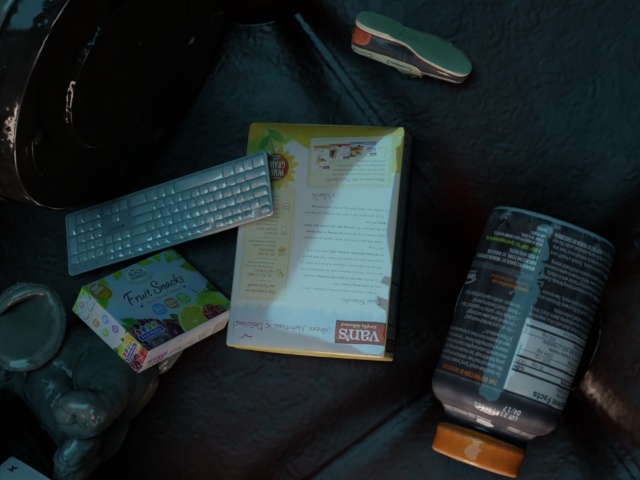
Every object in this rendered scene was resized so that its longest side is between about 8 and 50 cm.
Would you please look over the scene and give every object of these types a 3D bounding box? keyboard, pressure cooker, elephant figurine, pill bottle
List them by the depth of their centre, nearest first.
[{"bbox_3d":[0.186,0.100,1.451,0.130,0.130,0.245,19,86,17],"label":"pill bottle"},{"bbox_3d":[-0.352,-0.267,1.540,0.420,0.375,0.370,33,73,18],"label":"pressure cooker"},{"bbox_3d":[-0.303,0.126,1.558,0.239,0.186,0.169,35,118,12],"label":"elephant figurine"},{"bbox_3d":[-0.164,-0.027,1.600,0.256,0.014,0.072,-16,74,23],"label":"keyboard"}]

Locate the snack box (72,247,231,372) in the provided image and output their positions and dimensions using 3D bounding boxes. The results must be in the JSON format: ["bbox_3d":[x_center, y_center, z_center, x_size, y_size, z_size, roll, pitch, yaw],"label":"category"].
[{"bbox_3d":[-0.170,0.069,1.549,0.100,0.141,0.037,40,125,18],"label":"snack box"}]

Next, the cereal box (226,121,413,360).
[{"bbox_3d":[0.000,0.000,1.560,0.173,0.047,0.240,4,83,17],"label":"cereal box"}]

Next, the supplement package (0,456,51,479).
[{"bbox_3d":[-0.289,0.366,1.481,0.194,0.149,0.203,28,124,17],"label":"supplement package"}]

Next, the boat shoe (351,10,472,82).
[{"bbox_3d":[0.093,-0.194,1.571,0.137,0.049,0.043,26,131,15],"label":"boat shoe"}]
